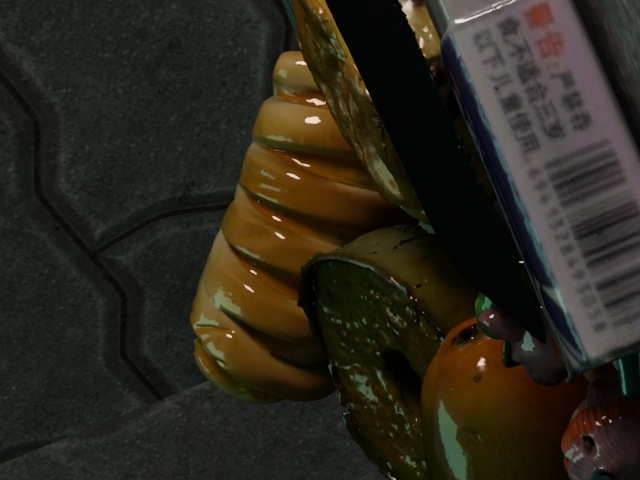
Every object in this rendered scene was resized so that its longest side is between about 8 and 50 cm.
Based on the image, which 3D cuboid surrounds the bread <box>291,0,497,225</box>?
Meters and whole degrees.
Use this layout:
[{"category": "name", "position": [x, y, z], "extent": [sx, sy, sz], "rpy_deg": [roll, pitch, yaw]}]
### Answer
[{"category": "bread", "position": [0.040, -0.138, 1.348], "extent": [0.210, 0.099, 0.235], "rpy_deg": [69, 178, -56]}]

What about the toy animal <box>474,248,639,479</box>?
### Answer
[{"category": "toy animal", "position": [0.146, 0.083, 1.021], "extent": [0.208, 0.100, 0.103], "rpy_deg": [-101, 15, -46]}]

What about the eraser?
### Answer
[{"category": "eraser", "position": [0.104, -0.045, 0.868], "extent": [0.124, 0.068, 0.210], "rpy_deg": [41, -153, -81]}]

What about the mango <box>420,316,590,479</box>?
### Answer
[{"category": "mango", "position": [0.145, 0.176, 1.333], "extent": [0.146, 0.129, 0.289], "rpy_deg": [-89, -11, -48]}]

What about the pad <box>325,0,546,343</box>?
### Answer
[{"category": "pad", "position": [0.048, -0.101, 1.062], "extent": [0.323, 0.055, 0.250], "rpy_deg": [-87, -27, -66]}]

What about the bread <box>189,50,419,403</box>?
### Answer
[{"category": "bread", "position": [0.000, 0.000, 1.631], "extent": [0.121, 0.173, 0.311], "rpy_deg": [29, 106, 46]}]

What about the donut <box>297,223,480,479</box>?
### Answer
[{"category": "donut", "position": [0.099, 0.100, 1.515], "extent": [0.272, 0.107, 0.272], "rpy_deg": [41, 153, 26]}]
